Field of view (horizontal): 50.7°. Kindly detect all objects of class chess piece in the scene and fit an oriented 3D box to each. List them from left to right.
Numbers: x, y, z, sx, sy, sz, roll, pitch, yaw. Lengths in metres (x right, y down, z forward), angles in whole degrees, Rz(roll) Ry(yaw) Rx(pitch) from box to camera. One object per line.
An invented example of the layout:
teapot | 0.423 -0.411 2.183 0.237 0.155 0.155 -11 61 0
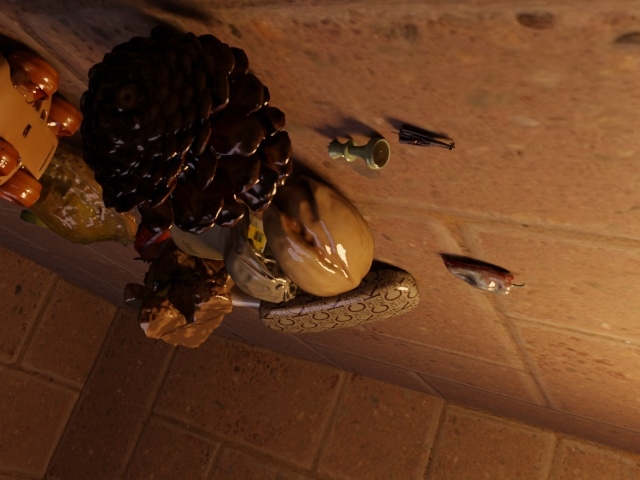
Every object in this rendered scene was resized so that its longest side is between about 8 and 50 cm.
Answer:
chess piece | 0.047 -0.120 0.916 0.093 0.042 0.042 12 162 43

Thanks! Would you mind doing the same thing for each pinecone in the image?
pinecone | -0.142 -0.121 0.824 0.246 0.246 0.292 11 180 29

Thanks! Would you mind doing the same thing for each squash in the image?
squash | -0.703 -0.052 1.842 0.219 0.041 0.219 15 180 0

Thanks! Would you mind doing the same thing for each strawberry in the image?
strawberry | -0.334 -0.034 1.467 0.174 0.098 0.228 -15 160 -16

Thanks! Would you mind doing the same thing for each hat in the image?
hat | -0.161 0.041 1.219 0.245 0.149 0.214 -13 143 24

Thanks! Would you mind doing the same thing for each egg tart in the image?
egg tart | -0.518 -0.081 1.396 0.319 0.128 0.319 35 159 16

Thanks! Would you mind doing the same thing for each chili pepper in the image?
chili pepper | 0.289 0.064 1.214 0.153 0.041 0.050 17 121 11

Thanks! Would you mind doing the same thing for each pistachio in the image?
pistachio | 0.000 0.000 1.141 0.181 0.162 0.293 53 -175 30

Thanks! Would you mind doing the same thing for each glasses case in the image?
glasses case | 0.038 0.136 1.468 0.355 0.085 0.137 -13 145 15

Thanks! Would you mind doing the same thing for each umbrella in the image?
umbrella | 0.127 -0.125 0.844 0.083 0.020 0.031 11 162 12

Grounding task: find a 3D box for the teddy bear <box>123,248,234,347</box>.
teddy bear | -0.278 0.091 1.371 0.246 0.222 0.296 -18 160 -11

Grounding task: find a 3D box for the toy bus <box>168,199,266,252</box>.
toy bus | -0.226 -0.047 1.334 0.268 0.106 0.092 33 154 -29

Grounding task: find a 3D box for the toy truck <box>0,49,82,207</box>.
toy truck | -0.526 -0.185 1.079 0.212 0.204 0.288 21 165 4

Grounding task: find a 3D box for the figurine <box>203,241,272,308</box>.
figurine | -0.186 0.044 1.535 0.250 0.166 0.141 19 148 11

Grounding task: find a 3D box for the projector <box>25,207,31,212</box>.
projector | -0.680 -0.113 1.661 0.082 0.083 0.083 7 134 36
